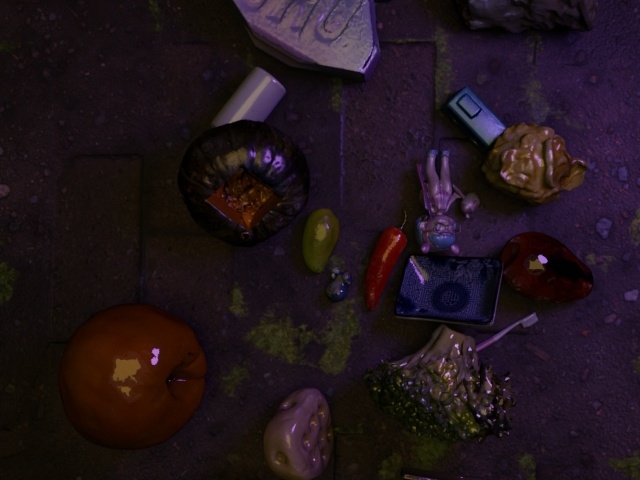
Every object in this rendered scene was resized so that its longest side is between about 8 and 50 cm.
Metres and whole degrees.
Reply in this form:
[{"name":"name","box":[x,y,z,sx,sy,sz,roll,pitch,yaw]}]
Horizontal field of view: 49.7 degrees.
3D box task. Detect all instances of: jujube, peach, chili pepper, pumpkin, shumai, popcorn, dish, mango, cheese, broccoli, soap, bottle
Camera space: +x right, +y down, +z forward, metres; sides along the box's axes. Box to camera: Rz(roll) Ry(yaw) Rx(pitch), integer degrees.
[{"name":"jujube","box":[0.547,0.069,1.665,0.236,0.168,0.168,17,89,-14]},{"name":"peach","box":[-0.448,0.312,1.624,0.301,0.342,0.343,4,88,25]},{"name":"chili pepper","box":[0.161,0.047,1.729,0.071,0.063,0.272,23,92,16]},{"name":"pumpkin","box":[-0.182,-0.138,1.654,0.320,0.192,0.321,-3,118,-5]},{"name":"shumai","box":[0.472,-0.641,1.643,0.323,0.397,0.324,-13,65,32]},{"name":"popcorn","box":[0.504,-0.178,1.631,0.216,0.235,0.181,30,102,25]},{"name":"dish","box":[0.314,0.131,1.673,0.243,0.080,0.182,2,57,26]},{"name":"mango","box":[0.000,0.000,1.729,0.091,0.074,0.165,6,88,1]},{"name":"cheese","box":[-0.049,0.463,1.652,0.117,0.235,0.218,-2,62,22]},{"name":"broccoli","box":[0.271,0.348,1.575,0.334,0.324,0.272,22,106,-7]},{"name":"soap","box":[-0.042,-0.573,1.715,0.446,0.156,0.261,32,89,3]},{"name":"bottle","box":[-0.198,-0.311,1.737,0.104,0.104,0.245,37,90,4]}]

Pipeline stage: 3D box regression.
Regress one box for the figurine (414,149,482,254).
[{"name":"figurine","box":[0.304,-0.094,1.718,0.205,0.102,0.260,2,85,-33]}]

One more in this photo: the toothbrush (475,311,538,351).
[{"name":"toothbrush","box":[0.415,0.258,1.726,0.286,0.020,0.025,-29,93,1]}]

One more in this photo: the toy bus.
[{"name":"toy bus","box":[0.380,-0.304,1.714,0.079,0.092,0.160,-42,86,-1]}]

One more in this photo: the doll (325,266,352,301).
[{"name":"doll","box":[0.048,0.116,1.729,0.050,0.076,0.083,34,81,-31]}]

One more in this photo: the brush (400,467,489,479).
[{"name":"brush","box":[0.337,0.606,1.700,0.282,0.054,0.048,7,97,3]}]
